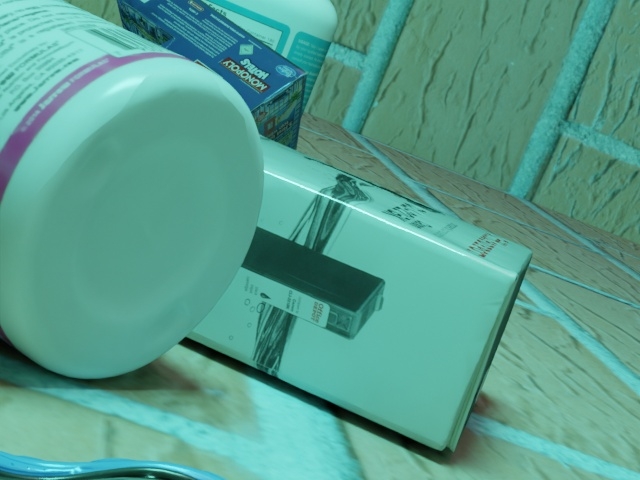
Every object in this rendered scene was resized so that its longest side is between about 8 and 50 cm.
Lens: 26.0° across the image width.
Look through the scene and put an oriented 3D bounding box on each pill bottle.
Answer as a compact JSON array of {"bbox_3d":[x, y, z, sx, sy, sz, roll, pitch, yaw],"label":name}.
[{"bbox_3d":[-0.180,-0.058,0.720,0.283,0.160,0.160,28,10,34],"label":"pill bottle"},{"bbox_3d":[-0.074,-0.172,1.340,0.146,0.264,0.146,22,8,-3],"label":"pill bottle"}]

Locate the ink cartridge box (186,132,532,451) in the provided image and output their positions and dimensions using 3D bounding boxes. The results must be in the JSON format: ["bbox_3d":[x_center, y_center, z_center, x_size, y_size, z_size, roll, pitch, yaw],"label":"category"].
[{"bbox_3d":[-0.012,0.012,0.870,0.272,0.114,0.197,24,8,9],"label":"ink cartridge box"}]

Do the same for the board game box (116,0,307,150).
[{"bbox_3d":[-0.088,-0.092,1.086,0.194,0.060,0.194,37,-28,31],"label":"board game box"}]

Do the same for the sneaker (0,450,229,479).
[{"bbox_3d":[-0.086,0.096,0.391,0.188,0.067,0.078,21,30,-21],"label":"sneaker"}]
